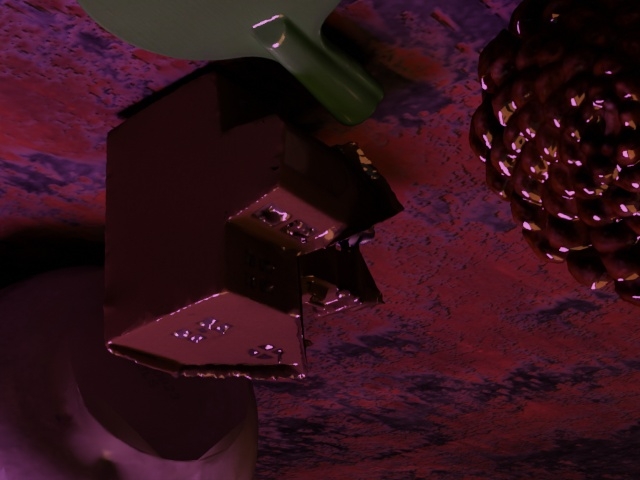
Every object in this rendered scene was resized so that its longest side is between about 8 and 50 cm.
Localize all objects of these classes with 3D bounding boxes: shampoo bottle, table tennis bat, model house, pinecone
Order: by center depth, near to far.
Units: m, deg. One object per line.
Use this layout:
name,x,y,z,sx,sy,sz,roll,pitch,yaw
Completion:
table tennis bat,-0.039,-0.139,0.693,0.160,0.039,0.257,-19,147,27
pinecone,0.207,-0.075,0.699,0.221,0.221,0.221,-5,156,-2
model house,-0.011,0.005,0.836,0.176,0.181,0.248,-21,151,32
shampoo bottle,-0.219,0.190,1.037,0.322,0.322,0.317,6,145,-25

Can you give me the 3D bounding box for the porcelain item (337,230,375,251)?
porcelain item,0.000,0.000,0.959,0.021,0.075,0.136,-23,152,35
